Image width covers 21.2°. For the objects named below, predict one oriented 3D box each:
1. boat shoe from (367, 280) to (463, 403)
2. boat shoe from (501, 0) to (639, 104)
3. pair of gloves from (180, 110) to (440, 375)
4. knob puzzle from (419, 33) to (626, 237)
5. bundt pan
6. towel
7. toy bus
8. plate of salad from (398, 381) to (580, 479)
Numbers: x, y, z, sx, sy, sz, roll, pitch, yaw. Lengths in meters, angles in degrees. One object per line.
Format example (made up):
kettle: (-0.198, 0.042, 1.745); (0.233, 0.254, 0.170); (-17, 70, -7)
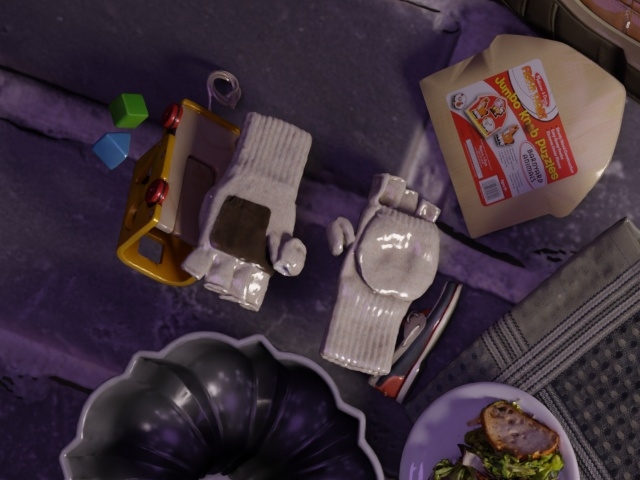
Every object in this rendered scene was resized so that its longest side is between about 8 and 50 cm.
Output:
boat shoe: (0.096, 0.096, 1.707); (0.043, 0.049, 0.137); (31, 97, 15)
boat shoe: (0.281, -0.232, 1.672); (0.307, 0.111, 0.104); (40, 80, 5)
pair of gloves: (0.000, 0.000, 1.676); (0.240, 0.042, 0.204); (28, 68, -8)
knob puzzle: (0.213, -0.114, 1.697); (0.213, 0.030, 0.213); (1, 92, 24)
bundt pan: (-0.086, 0.253, 1.693); (0.331, 0.124, 0.330); (-1, 85, 13)
towel: (0.262, 0.190, 1.595); (0.324, 0.056, 0.312); (-43, 63, 27)
toy bus: (-0.144, -0.054, 1.738); (0.104, 0.202, 0.191); (-35, 81, 42)
plate of salad: (0.151, 0.233, 1.609); (0.200, 0.048, 0.199); (-3, 85, 36)
